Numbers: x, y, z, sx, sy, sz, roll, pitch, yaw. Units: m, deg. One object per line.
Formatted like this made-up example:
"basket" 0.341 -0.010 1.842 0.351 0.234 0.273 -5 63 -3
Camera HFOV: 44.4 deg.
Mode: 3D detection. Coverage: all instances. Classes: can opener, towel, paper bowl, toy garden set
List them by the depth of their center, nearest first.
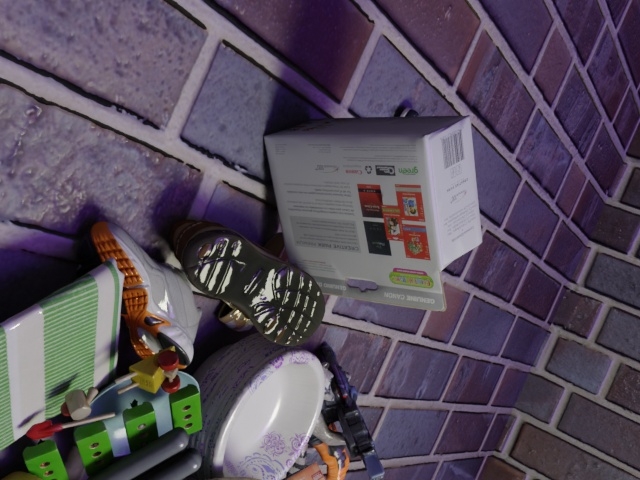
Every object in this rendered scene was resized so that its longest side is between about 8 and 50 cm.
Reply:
"towel" -0.380 0.171 0.957 0.325 0.038 0.247 -32 152 -40
"toy garden set" -0.291 0.241 1.088 0.244 0.049 0.203 -19 143 -21
"can opener" -0.303 0.357 1.132 0.280 0.074 0.093 -30 -172 5
"paper bowl" -0.132 0.292 1.359 0.284 0.148 0.284 -35 137 -39

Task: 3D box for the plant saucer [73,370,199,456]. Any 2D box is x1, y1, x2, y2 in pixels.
"plant saucer" -0.278 0.249 1.177 0.195 0.037 0.195 -22 141 -19

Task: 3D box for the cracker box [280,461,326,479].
"cracker box" -0.112 0.516 1.502 0.232 0.067 0.156 -37 165 33

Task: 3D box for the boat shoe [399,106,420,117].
"boat shoe" 0.202 -0.158 1.619 0.095 0.079 0.254 -42 141 -34

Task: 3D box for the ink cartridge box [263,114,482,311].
"ink cartridge box" 0.083 -0.050 1.236 0.130 0.310 0.271 -28 116 -45

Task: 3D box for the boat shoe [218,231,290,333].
"boat shoe" -0.109 0.064 1.326 0.072 0.068 0.190 35 79 -42

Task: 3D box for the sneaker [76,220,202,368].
"sneaker" -0.248 0.060 1.105 0.121 0.099 0.262 -74 152 -45

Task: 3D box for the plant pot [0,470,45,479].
"plant pot" -0.403 0.366 1.041 0.134 0.134 0.095 79 24 -44

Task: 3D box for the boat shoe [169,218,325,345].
"boat shoe" -0.110 0.055 1.227 0.122 0.120 0.324 -50 136 -5

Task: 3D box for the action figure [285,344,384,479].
"action figure" 0.003 0.389 1.552 0.179 0.341 0.330 -11 121 -11

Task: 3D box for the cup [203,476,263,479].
"cup" -0.193 0.557 1.225 0.331 0.237 0.331 -16 145 -11
